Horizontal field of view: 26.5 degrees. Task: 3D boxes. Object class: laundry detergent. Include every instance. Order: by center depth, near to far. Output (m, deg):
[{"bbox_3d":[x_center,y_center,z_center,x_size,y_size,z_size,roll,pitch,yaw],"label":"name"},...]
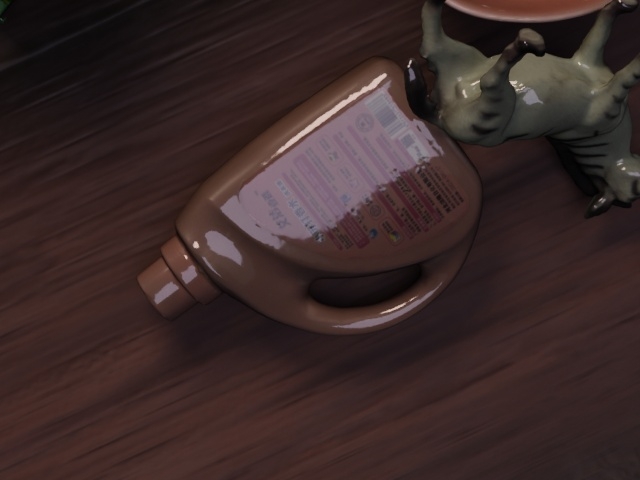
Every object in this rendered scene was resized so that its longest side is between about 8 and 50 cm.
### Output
[{"bbox_3d":[0.000,0.000,0.960,0.237,0.076,0.171,-39,103,2],"label":"laundry detergent"}]

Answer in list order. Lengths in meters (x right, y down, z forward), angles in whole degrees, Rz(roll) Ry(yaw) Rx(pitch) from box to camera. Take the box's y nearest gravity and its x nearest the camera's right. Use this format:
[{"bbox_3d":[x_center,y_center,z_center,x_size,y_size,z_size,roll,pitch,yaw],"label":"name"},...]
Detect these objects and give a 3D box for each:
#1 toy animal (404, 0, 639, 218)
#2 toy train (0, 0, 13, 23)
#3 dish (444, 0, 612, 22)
[{"bbox_3d":[0.152,-0.089,0.919,0.217,0.073,0.176,3,140,-16],"label":"toy animal"},{"bbox_3d":[-0.262,-0.263,0.816,0.301,0.202,0.120,37,83,-13],"label":"toy train"},{"bbox_3d":[0.137,-0.253,0.922,0.213,0.090,0.213,-2,103,-8],"label":"dish"}]
